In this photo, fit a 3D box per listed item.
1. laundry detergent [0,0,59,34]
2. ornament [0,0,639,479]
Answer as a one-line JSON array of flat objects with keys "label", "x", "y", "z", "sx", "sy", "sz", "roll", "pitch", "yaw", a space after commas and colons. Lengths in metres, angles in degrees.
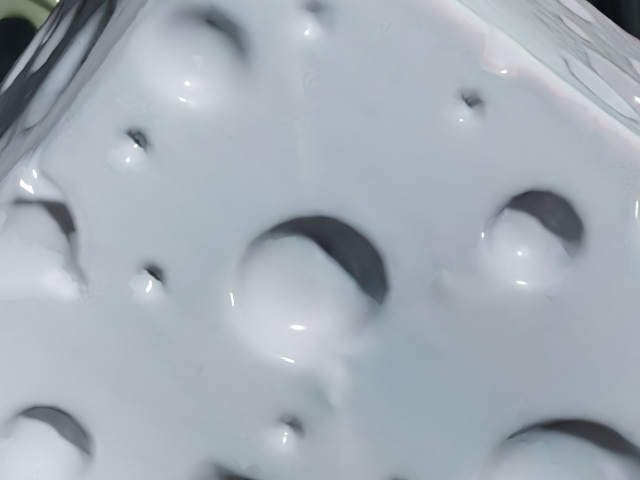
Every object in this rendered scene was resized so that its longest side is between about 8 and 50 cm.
[{"label": "laundry detergent", "x": -0.247, "y": -0.137, "z": 1.187, "sx": 0.181, "sy": 0.091, "sz": 0.253, "roll": 18, "pitch": 118, "yaw": -11}, {"label": "ornament", "x": 0.000, "y": 0.000, "z": 0.704, "sx": 0.240, "sy": 0.239, "sz": 0.239, "roll": 35, "pitch": 107, "yaw": -15}]
